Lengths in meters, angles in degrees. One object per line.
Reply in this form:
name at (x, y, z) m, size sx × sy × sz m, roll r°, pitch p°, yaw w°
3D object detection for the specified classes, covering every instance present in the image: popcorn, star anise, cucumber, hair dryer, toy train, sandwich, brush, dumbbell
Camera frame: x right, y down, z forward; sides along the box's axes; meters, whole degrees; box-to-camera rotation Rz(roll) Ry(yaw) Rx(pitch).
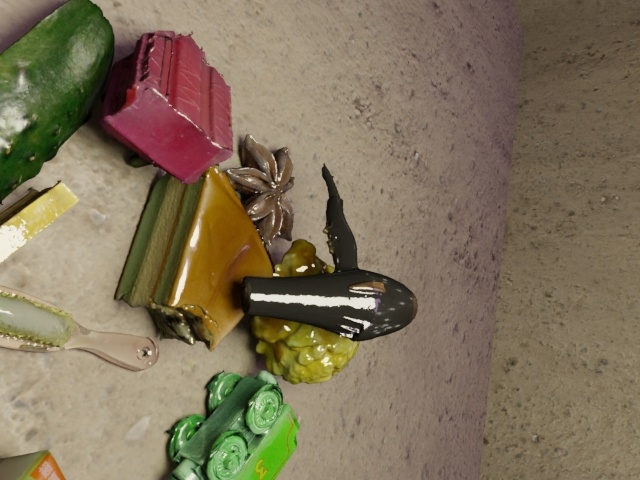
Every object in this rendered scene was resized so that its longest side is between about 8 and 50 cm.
popcorn at (-0.032, 0.129, 0.940) m, size 0.237 × 0.205 × 0.252 m, roll -52°, pitch 136°, yaw -57°
star anise at (-0.113, -0.096, 0.963) m, size 0.197 × 0.073 × 0.212 m, roll 21°, pitch 69°, yaw -55°
cucumber at (-0.349, -0.196, 0.635) m, size 0.145 × 0.105 × 0.325 m, roll 52°, pitch 47°, yaw -37°
hair dryer at (0.000, 0.000, 0.851) m, size 0.303 × 0.120 × 0.360 m, roll 9°, pitch 51°, yaw -25°
toy train at (-0.143, 0.351, 0.862) m, size 0.243 × 0.132 × 0.188 m, roll -47°, pitch 129°, yaw -40°
sandwich at (-0.209, 0.026, 0.760) m, size 0.198 × 0.155 × 0.227 m, roll -49°, pitch 126°, yaw -42°
brush at (-0.332, 0.128, 0.673) m, size 0.313 × 0.067 × 0.072 m, roll 37°, pitch 59°, yaw -48°
dumbbell at (-0.285, -0.169, 0.754) m, size 0.046 × 0.052 × 0.118 m, roll -22°, pitch 112°, yaw -8°

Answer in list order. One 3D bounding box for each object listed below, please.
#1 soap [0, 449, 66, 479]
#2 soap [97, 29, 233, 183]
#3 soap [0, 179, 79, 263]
soap at (-0.353, 0.362, 0.523) m, size 0.199 × 0.138 × 0.182 m, roll -72°, pitch 146°, yaw -66°
soap at (-0.209, -0.214, 0.727) m, size 0.162 × 0.099 × 0.250 m, roll 36°, pitch 30°, yaw -37°
soap at (-0.397, 0.019, 0.563) m, size 0.252 × 0.092 × 0.037 m, roll -55°, pitch 127°, yaw -39°
